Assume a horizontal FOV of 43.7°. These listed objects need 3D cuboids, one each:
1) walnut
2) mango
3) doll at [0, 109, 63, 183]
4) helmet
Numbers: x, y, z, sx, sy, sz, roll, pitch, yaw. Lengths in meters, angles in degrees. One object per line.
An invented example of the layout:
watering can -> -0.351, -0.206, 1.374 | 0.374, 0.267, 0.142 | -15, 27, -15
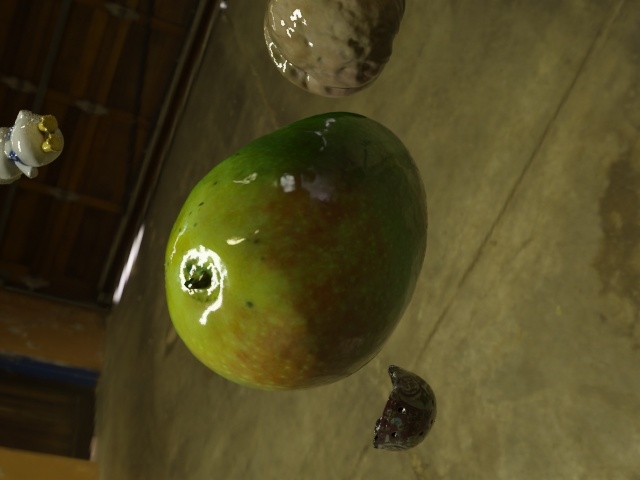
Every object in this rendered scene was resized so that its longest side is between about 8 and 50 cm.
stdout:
walnut -> 0.019, -0.360, 1.313 | 0.248, 0.248, 0.248 | -164, 90, -70
mango -> 0.000, 0.000, 0.757 | 0.201, 0.225, 0.382 | -21, 11, 31
doll -> -0.615, -0.189, 1.627 | 0.293, 0.119, 0.138 | -8, 91, 45
helmet -> 0.162, 0.320, 1.479 | 0.177, 0.107, 0.153 | -48, -27, -83
